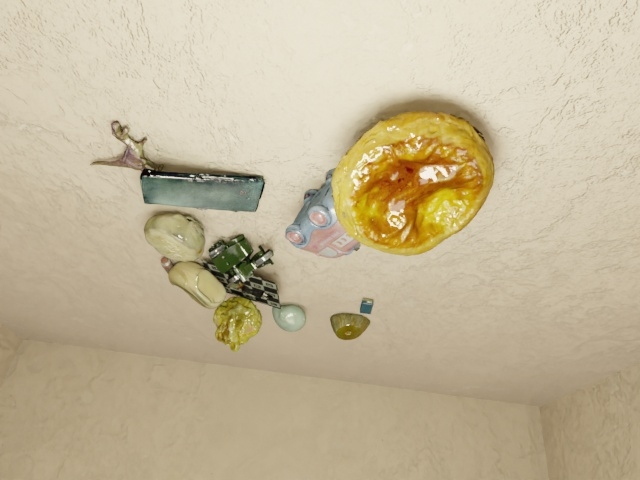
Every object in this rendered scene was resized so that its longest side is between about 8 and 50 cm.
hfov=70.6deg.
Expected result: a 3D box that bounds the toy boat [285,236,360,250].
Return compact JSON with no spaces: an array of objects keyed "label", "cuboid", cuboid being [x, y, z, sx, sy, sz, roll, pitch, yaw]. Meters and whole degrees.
[{"label":"toy boat","cuboid":[0.000,0.000,1.700,0.282,0.096,0.206,-5,158,36]}]

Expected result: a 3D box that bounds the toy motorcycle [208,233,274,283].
[{"label":"toy motorcycle","cuboid":[-0.318,0.063,1.811,0.275,0.127,0.205,-32,95,27]}]

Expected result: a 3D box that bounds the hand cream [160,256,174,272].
[{"label":"hand cream","cuboid":[-0.696,0.133,2.096,0.067,0.043,0.209,6,154,2]}]

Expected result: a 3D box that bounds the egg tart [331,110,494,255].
[{"label":"egg tart","cuboid":[0.239,-0.160,1.225,0.444,0.178,0.443,-3,131,-4]}]

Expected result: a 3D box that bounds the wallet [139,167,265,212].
[{"label":"wallet","cuboid":[-0.381,-0.157,1.472,0.379,0.046,0.190,2,152,-17]}]

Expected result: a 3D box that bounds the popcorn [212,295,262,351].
[{"label":"popcorn","cuboid":[-0.397,0.379,2.143,0.259,0.259,0.212,8,137,-1]}]

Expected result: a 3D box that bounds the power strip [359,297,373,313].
[{"label":"power strip","cuboid":[0.225,0.319,2.200,0.056,0.032,0.123,6,148,2]}]

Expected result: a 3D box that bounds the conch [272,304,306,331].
[{"label":"conch","cuboid":[-0.174,0.405,2.370,0.185,0.121,0.221,43,148,-1]}]

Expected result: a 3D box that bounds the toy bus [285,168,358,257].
[{"label":"toy bus","cuboid":[0.048,-0.058,1.427,0.232,0.197,0.294,36,139,-15]}]

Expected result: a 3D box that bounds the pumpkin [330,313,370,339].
[{"label":"pumpkin","cuboid":[0.151,0.466,2.394,0.218,0.110,0.217,8,143,6]}]

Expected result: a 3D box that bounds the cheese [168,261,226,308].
[{"label":"cheese","cuboid":[-0.556,0.204,2.055,0.233,0.127,0.266,8,144,45]}]

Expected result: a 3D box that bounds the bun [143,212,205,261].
[{"label":"bun","cuboid":[-0.542,-0.023,1.714,0.239,0.141,0.239,11,149,7]}]

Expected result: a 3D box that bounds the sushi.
[{"label":"sushi","cuboid":[-0.338,0.183,2.066,0.343,0.064,0.359,16,154,7]}]

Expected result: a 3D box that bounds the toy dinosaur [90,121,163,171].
[{"label":"toy dinosaur","cuboid":[-0.602,-0.261,1.427,0.200,0.072,0.251,31,151,-20]}]
